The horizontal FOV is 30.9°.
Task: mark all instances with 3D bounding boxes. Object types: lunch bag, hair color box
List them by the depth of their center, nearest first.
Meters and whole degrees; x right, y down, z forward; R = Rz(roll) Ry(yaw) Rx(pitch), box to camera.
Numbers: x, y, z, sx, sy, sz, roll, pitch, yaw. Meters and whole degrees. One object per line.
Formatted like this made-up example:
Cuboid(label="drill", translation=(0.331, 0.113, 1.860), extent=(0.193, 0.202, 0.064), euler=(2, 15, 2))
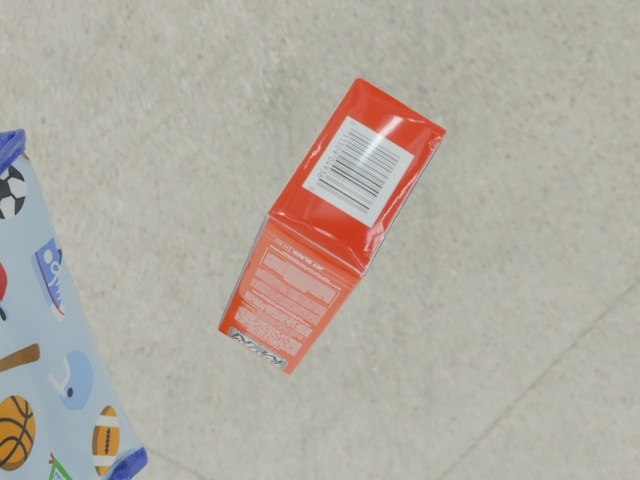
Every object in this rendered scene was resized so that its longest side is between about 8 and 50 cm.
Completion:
Cuboid(label="hair color box", translation=(0.000, 0.000, 0.480), extent=(0.043, 0.141, 0.072), euler=(32, 67, 0))
Cuboid(label="lunch bag", translation=(-0.371, 0.096, 0.903), extent=(0.385, 0.239, 0.328), euler=(-3, 120, 23))
